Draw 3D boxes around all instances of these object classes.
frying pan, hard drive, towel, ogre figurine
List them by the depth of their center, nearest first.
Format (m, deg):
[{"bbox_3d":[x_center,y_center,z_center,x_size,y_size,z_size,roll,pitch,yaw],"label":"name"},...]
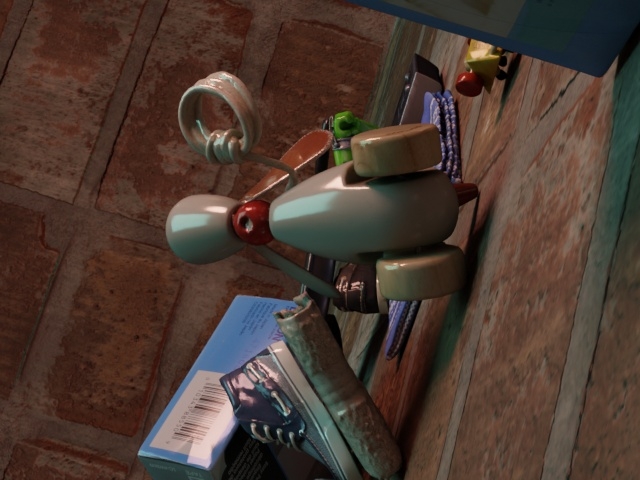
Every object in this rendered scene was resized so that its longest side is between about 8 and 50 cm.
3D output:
[{"bbox_3d":[0.017,0.145,1.383,0.049,0.187,0.282,-32,2,-3],"label":"towel"},{"bbox_3d":[0.117,-0.032,1.630,0.336,0.040,0.243,-80,6,-67],"label":"towel"},{"bbox_3d":[0.059,-0.079,1.698,0.197,0.097,0.118,86,-175,-71],"label":"ogre figurine"},{"bbox_3d":[-0.001,0.000,1.807,0.197,0.053,0.326,-110,30,-86],"label":"frying pan"},{"bbox_3d":[0.124,-0.141,1.996,0.172,0.054,0.254,-80,7,-72],"label":"hard drive"}]

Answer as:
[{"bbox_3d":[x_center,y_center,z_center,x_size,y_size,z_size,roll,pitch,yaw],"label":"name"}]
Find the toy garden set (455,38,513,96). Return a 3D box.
[{"bbox_3d":[0.198,-0.269,1.285,0.244,0.049,0.203,113,175,-63],"label":"toy garden set"}]

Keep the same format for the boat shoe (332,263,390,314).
[{"bbox_3d":[0.055,0.046,1.838,0.233,0.079,0.084,-78,-22,-76],"label":"boat shoe"}]

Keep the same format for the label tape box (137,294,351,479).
[{"bbox_3d":[-0.055,0.274,1.614,0.249,0.115,0.347,-59,-41,-36],"label":"label tape box"}]

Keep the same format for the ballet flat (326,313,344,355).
[{"bbox_3d":[-0.012,0.244,1.905,0.095,0.096,0.280,-98,33,-85],"label":"ballet flat"}]

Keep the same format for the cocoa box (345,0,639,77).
[{"bbox_3d":[0.131,-0.300,0.764,0.347,0.232,0.227,111,174,-62],"label":"cocoa box"}]

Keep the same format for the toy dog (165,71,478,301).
[{"bbox_3d":[0.019,-0.035,1.305,0.161,0.334,0.220,-15,-60,-53],"label":"toy dog"}]

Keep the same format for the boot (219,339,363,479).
[{"bbox_3d":[-0.032,0.199,1.413,0.190,0.086,0.069,56,175,35],"label":"boot"}]

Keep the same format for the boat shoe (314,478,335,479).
[{"bbox_3d":[-0.010,0.352,1.424,0.079,0.081,0.227,-82,9,-74],"label":"boat shoe"}]
